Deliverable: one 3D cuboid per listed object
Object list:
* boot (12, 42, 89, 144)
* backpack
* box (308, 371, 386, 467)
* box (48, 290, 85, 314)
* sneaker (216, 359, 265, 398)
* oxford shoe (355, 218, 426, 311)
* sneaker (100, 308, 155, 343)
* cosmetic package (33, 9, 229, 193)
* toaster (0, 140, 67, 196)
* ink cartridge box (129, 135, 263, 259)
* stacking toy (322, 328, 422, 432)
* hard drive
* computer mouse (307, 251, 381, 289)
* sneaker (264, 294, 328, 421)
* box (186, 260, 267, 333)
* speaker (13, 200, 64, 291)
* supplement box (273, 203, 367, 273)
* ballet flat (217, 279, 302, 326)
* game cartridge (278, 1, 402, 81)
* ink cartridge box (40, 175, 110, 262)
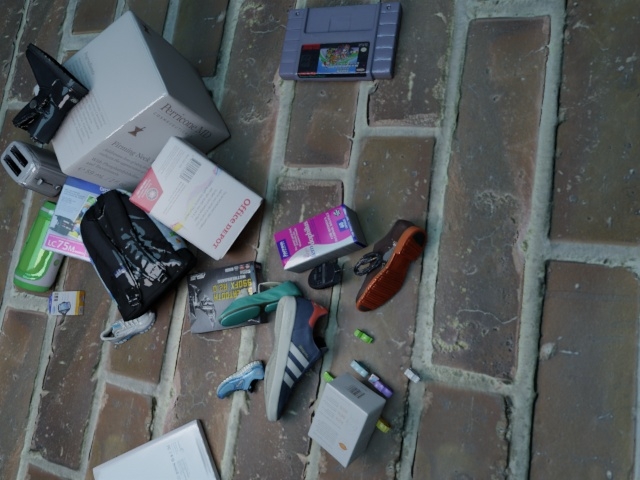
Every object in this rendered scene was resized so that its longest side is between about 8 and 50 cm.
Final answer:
[{"bbox_3d":[-0.782,-0.404,1.318,0.246,0.094,0.207,42,92,16],"label":"boot"},{"bbox_3d":[-0.568,0.013,1.459,0.290,0.273,0.355,-43,90,10],"label":"backpack"},{"bbox_3d":[0.064,0.443,1.188,0.130,0.091,0.170,31,114,30],"label":"box"},{"bbox_3d":[-0.868,0.215,1.629,0.136,0.028,0.081,-3,79,21],"label":"box"},{"bbox_3d":[-0.224,0.407,1.350,0.162,0.063,0.073,-36,74,10],"label":"sneaker"},{"bbox_3d":[0.172,0.068,1.271,0.271,0.097,0.098,-55,41,6],"label":"oxford shoe"},{"bbox_3d":[-0.607,0.270,1.498,0.190,0.083,0.071,-34,70,10],"label":"sneaker"},{"bbox_3d":[-0.572,-0.392,1.469,0.393,0.329,0.327,-32,71,13],"label":"cosmetic package"},{"bbox_3d":[-1.021,-0.263,1.702,0.129,0.146,0.227,-48,69,5],"label":"toaster"},{"bbox_3d":[-0.351,-0.122,1.386,0.306,0.131,0.226,36,94,-9],"label":"ink cartridge box"},{"bbox_3d":[0.131,0.358,1.239,0.221,0.052,0.167,36,93,22],"label":"stacking toy"},{"bbox_3d":[-0.459,0.676,1.349,0.318,0.040,0.210,-25,73,-3],"label":"hard drive"},{"bbox_3d":[0.064,0.084,1.288,0.242,0.041,0.071,-19,54,35],"label":"computer mouse"},{"bbox_3d":[-0.060,0.326,1.283,0.148,0.131,0.350,9,101,-16],"label":"sneaker"},{"bbox_3d":[-0.279,0.171,1.413,0.231,0.056,0.183,-11,77,17],"label":"box"},{"bbox_3d":[-0.937,0.020,1.635,0.131,0.131,0.297,20,88,21],"label":"speaker"},{"bbox_3d":[0.000,0.000,1.317,0.220,0.114,0.111,-23,75,16],"label":"supplement box"},{"bbox_3d":[-0.174,0.166,1.319,0.247,0.083,0.087,-14,57,-25],"label":"ballet flat"},{"bbox_3d":[0.055,-0.591,1.432,0.355,0.068,0.230,6,78,20],"label":"game cartridge"},{"bbox_3d":[-0.770,-0.092,1.579,0.185,0.065,0.311,18,80,-11],"label":"ink cartridge box"}]
